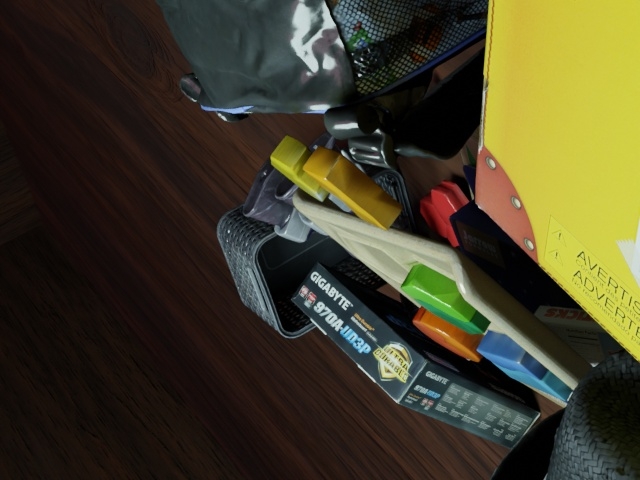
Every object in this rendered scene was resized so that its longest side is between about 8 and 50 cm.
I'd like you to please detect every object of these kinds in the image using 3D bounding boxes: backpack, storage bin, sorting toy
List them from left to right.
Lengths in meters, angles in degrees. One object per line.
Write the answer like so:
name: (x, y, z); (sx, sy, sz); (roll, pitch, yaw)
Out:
storage bin: (0.000, 0.000, 1.245); (0.084, 0.180, 0.122); (32, 147, 53)
backpack: (0.041, -0.190, 0.747); (0.276, 0.263, 0.213); (25, 136, 60)
sorting toy: (0.065, 0.025, 0.864); (0.307, 0.041, 0.229); (38, 174, -33)

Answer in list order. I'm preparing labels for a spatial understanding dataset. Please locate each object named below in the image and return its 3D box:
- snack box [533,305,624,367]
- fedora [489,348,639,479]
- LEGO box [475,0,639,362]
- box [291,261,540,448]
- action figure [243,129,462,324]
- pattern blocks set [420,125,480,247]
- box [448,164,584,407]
snack box: (0.242, 0.086, 0.899); (0.178, 0.022, 0.064); (5, 130, 42)
fedora: (0.241, 0.155, 0.664); (0.334, 0.334, 0.153); (41, 152, 44)
LEGO box: (0.291, -0.024, 0.456); (0.500, 0.193, 0.373); (48, 158, 31)
box: (0.095, 0.114, 1.197); (0.220, 0.051, 0.175); (28, -170, -47)
action figure: (0.071, 0.015, 1.137); (0.285, 0.099, 0.185); (37, 172, -24)
pattern blocks set: (0.179, -0.018, 0.990); (0.325, 0.026, 0.285); (43, 160, 37)
box: (0.179, 0.049, 1.012); (0.136, 0.036, 0.225); (29, 148, 56)
